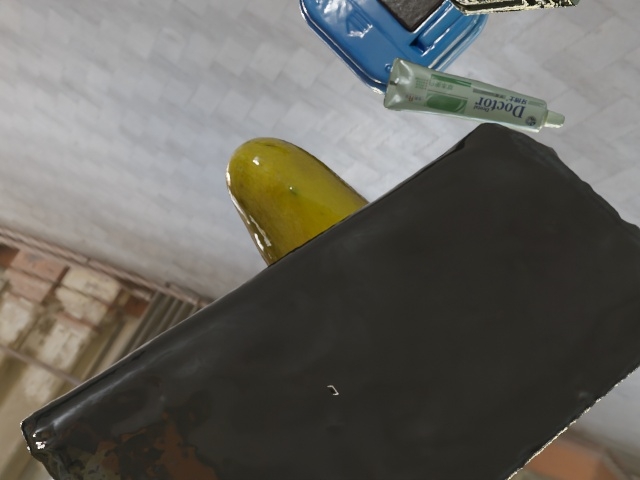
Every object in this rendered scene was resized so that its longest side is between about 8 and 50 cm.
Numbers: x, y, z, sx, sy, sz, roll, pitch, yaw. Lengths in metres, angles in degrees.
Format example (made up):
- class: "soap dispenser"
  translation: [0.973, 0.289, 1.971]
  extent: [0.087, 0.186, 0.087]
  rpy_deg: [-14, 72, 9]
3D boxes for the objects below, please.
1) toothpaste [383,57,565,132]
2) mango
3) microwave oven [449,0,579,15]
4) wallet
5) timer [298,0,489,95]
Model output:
- class: "toothpaste"
  translation: [0.187, -0.168, 1.138]
  extent: [0.218, 0.064, 0.041]
  rpy_deg: [13, -175, 1]
- class: "mango"
  translation: [0.000, 0.000, 0.579]
  extent: [0.161, 0.076, 0.103]
  rpy_deg: [52, 169, -25]
- class: "microwave oven"
  translation: [0.223, -0.359, 1.131]
  extent: [0.162, 0.122, 0.208]
  rpy_deg: [37, 170, -28]
- class: "wallet"
  translation: [0.029, 0.056, 0.416]
  extent: [0.146, 0.285, 0.030]
  rpy_deg: [47, 156, 22]
- class: "timer"
  translation: [0.140, -0.472, 1.837]
  extent: [0.340, 0.309, 0.115]
  rpy_deg: [47, -175, 9]
